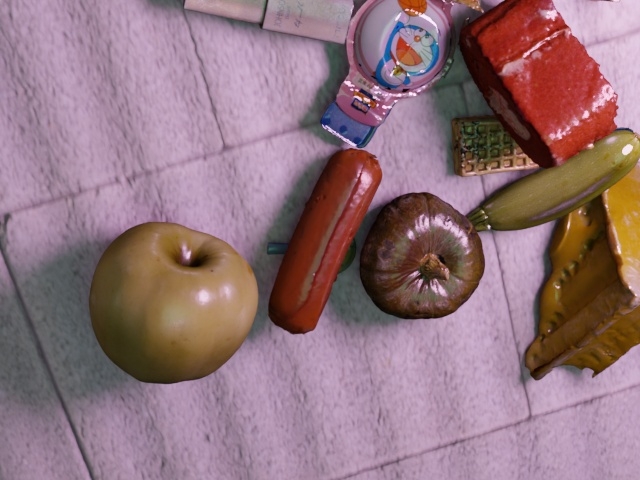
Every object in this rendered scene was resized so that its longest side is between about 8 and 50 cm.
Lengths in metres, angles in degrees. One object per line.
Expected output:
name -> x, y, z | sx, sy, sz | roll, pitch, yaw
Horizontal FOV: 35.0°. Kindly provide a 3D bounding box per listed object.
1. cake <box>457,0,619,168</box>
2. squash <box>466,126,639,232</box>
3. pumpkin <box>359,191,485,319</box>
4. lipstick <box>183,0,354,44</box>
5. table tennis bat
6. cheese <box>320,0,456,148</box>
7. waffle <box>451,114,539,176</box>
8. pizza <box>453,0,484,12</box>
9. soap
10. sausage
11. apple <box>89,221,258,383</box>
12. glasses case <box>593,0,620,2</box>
cake -> 0.337, -0.253, 1.589 | 0.151, 0.177, 0.283 | -35, 81, 4
squash -> 0.388, -0.081, 1.704 | 0.341, 0.094, 0.094 | -30, 112, 24
pumpkin -> 0.173, 0.038, 1.696 | 0.219, 0.162, 0.219 | -3, 106, -12
lipstick -> -0.081, -0.363, 1.558 | 0.253, 0.077, 0.079 | 7, 113, -12
table tennis bat -> -0.015, 0.014, 1.730 | 0.155, 0.019, 0.100 | 2, 106, -12
cheese -> 0.109, -0.282, 1.617 | 0.189, 0.074, 0.286 | 31, 101, -21
waffle -> 0.298, -0.162, 1.709 | 0.148, 0.042, 0.102 | -6, 109, -7
pizza -> 0.184, -0.455, 1.555 | 0.262, 0.034, 0.181 | 30, 91, -1
soap -> 0.477, 0.053, 1.815 | 0.169, 0.304, 0.338 | 9, 146, -19
sausage -> 0.000, 0.000, 1.670 | 0.102, 0.102, 0.330 | 22, 95, -16
apple -> -0.233, 0.102, 1.604 | 0.262, 0.262, 0.262 | -3, 109, -9
glasses case -> 0.451, -0.472, 1.600 | 0.070, 0.102, 0.193 | 5, 108, -4
